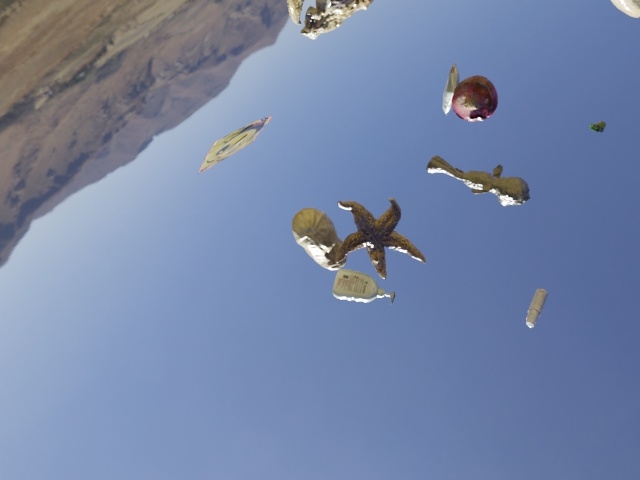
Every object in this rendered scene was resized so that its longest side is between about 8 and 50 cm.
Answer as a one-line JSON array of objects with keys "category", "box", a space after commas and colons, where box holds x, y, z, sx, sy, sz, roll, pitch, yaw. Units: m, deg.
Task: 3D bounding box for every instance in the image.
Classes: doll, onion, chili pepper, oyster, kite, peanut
[{"category": "doll", "box": [0.457, -0.173, 1.444, 0.202, 0.286, 0.091, -79, -177, -68]}, {"category": "onion", "box": [0.511, -0.464, 1.606, 0.150, 0.150, 0.140, -10, -160, 46]}, {"category": "chili pepper", "box": [0.897, -0.365, 1.603, 0.091, 0.034, 0.030, -19, -160, -39]}, {"category": "oyster", "box": [0.091, -0.539, 0.983, 0.354, 0.107, 0.201, -40, -164, 38]}, {"category": "kite", "box": [-0.305, -0.323, 1.697, 0.328, 0.013, 0.377, -34, -175, 19]}, {"category": "peanut", "box": [0.000, 0.000, 1.694, 0.147, 0.305, 0.147, -9, -123, 15]}]

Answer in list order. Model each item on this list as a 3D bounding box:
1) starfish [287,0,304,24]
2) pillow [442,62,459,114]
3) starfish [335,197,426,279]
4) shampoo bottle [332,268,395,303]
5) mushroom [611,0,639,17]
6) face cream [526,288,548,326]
[{"category": "starfish", "box": [-0.055, -0.752, 1.237, 0.082, 0.432, 0.324, 25, -93, 22]}, {"category": "pillow", "box": [0.539, -0.620, 2.047, 0.051, 0.128, 0.229, 4, 171, 8]}, {"category": "starfish", "box": [0.137, -0.005, 1.258, 0.235, 0.277, 0.062, -51, -163, 25]}, {"category": "shampoo bottle", "box": [0.111, 0.118, 1.223, 0.152, 0.045, 0.077, 10, -104, 19]}, {"category": "mushroom", "box": [0.809, -0.674, 1.195, 0.253, 0.189, 0.195, -48, -153, 51]}, {"category": "face cream", "box": [0.598, 0.188, 1.376, 0.034, 0.034, 0.130, -10, -150, 45]}]
